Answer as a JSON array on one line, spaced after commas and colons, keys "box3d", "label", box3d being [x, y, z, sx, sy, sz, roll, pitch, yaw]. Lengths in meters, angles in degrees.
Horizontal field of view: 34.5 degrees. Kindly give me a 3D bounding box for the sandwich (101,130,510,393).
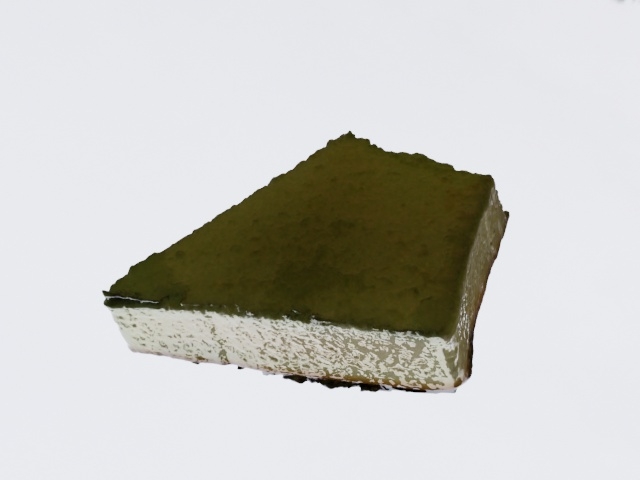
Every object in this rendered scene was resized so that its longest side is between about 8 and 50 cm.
[{"box3d": [0.000, 0.000, 0.571, 0.193, 0.058, 0.162, 4, -135, 21], "label": "sandwich"}]
